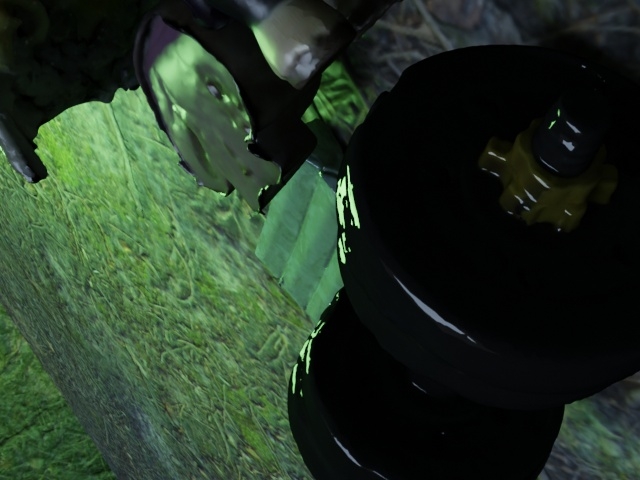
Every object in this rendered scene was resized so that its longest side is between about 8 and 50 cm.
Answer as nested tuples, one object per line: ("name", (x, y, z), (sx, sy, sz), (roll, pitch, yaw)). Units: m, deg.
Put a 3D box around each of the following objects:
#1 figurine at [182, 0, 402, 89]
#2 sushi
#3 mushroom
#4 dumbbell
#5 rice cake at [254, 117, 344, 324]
("figurine", (-0.092, -0.259, 0.463), (0.411, 0.241, 0.306), (30, 152, 20))
("sushi", (-0.214, -0.186, 0.698), (0.139, 0.274, 0.184), (12, 164, 36))
("mushroom", (-0.053, -0.111, 0.654), (0.141, 0.117, 0.188), (39, 164, -1))
("dumbbell", (0.084, 0.046, 0.556), (0.185, 0.185, 0.388), (44, 152, 19))
("rice cake", (0.000, 0.000, 0.807), (0.124, 0.038, 0.211), (50, 154, 9))
